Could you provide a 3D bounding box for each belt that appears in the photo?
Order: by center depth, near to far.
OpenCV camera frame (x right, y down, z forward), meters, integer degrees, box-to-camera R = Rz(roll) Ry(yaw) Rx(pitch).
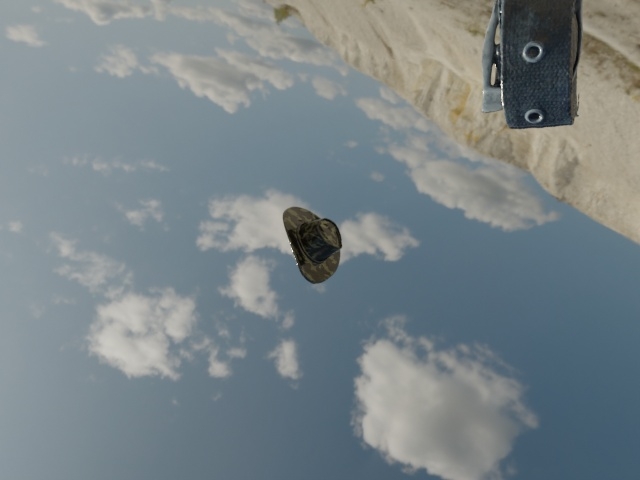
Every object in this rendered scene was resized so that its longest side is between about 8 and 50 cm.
[{"bbox_3d":[0.291,-0.263,0.659,0.129,0.218,0.122,7,-154,32],"label":"belt"}]

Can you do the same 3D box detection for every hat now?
[{"bbox_3d":[0.000,0.000,0.645,0.121,0.050,0.121,31,-131,-43],"label":"hat"}]
